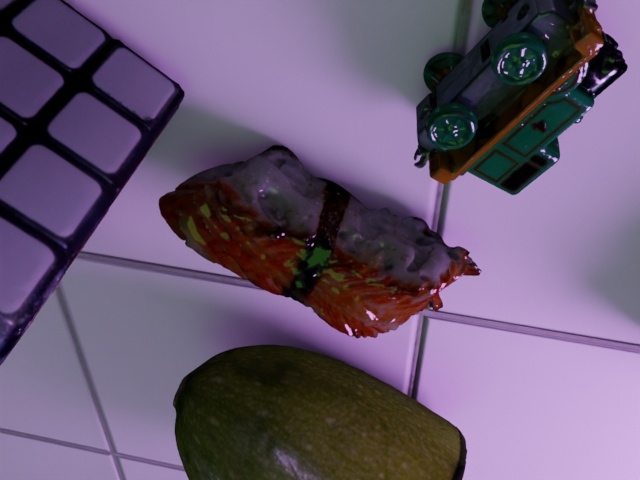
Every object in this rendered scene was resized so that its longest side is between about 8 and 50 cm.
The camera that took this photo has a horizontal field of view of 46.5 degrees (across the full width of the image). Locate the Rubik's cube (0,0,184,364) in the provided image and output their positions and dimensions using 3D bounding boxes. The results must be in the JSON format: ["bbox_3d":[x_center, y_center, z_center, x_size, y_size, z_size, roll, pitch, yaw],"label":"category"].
[{"bbox_3d":[-0.390,-0.052,0.695,0.337,0.343,0.344,34,132,-14],"label":"Rubik's cube"}]

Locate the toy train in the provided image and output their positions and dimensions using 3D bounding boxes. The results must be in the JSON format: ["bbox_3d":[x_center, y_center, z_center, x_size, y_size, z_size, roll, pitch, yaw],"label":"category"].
[{"bbox_3d":[0.170,-0.125,0.639,0.136,0.091,0.228,27,133,-23],"label":"toy train"}]

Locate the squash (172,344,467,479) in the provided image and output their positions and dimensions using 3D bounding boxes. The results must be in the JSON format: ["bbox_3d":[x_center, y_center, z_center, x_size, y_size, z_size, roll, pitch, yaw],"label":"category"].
[{"bbox_3d":[-0.026,0.246,0.944,0.309,0.310,0.310,47,130,-3],"label":"squash"}]

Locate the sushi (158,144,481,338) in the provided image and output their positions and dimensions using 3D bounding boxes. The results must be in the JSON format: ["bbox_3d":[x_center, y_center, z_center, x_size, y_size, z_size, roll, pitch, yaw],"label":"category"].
[{"bbox_3d":[0.000,0.000,0.784,0.332,0.130,0.124,29,138,-3],"label":"sushi"}]
